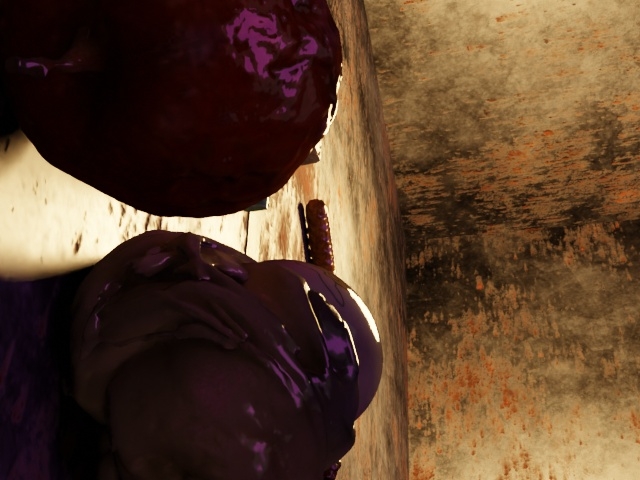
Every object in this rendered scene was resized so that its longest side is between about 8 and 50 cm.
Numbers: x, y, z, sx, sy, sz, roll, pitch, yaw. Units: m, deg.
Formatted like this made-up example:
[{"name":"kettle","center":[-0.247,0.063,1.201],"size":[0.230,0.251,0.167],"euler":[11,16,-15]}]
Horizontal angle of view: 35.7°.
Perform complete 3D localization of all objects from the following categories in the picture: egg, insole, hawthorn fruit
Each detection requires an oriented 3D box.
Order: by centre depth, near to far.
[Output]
[{"name":"hawthorn fruit","center":[-0.117,-0.126,0.665],"size":[0.272,0.242,0.242],"euler":[-14,99,-66]},{"name":"egg","center":[-0.032,0.116,1.107],"size":[0.271,0.196,0.196],"euler":[63,23,-48]},{"name":"insole","center":[-0.090,-0.031,1.403],"size":[0.080,0.003,0.232],"euler":[74,14,-48]}]

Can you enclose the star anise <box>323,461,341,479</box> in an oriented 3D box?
[{"name":"star anise","center":[-0.021,0.348,1.251],"size":[0.177,0.073,0.234],"euler":[26,53,-32]}]

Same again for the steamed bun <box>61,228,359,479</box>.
[{"name":"steamed bun","center":[-0.068,0.120,0.831],"size":[0.280,0.207,0.268],"euler":[19,63,-81]}]

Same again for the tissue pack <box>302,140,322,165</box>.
[{"name":"tissue pack","center":[-0.046,-0.207,1.510],"size":[0.103,0.090,0.170],"euler":[61,23,-68]}]

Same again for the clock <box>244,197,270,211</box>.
[{"name":"clock","center":[-0.095,-0.111,1.307],"size":[0.101,0.041,0.135],"euler":[-86,167,-45]}]

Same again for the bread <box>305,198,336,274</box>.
[{"name":"bread","center":[0.000,0.000,1.806],"size":[0.052,0.044,0.157],"euler":[-74,157,-73]}]
